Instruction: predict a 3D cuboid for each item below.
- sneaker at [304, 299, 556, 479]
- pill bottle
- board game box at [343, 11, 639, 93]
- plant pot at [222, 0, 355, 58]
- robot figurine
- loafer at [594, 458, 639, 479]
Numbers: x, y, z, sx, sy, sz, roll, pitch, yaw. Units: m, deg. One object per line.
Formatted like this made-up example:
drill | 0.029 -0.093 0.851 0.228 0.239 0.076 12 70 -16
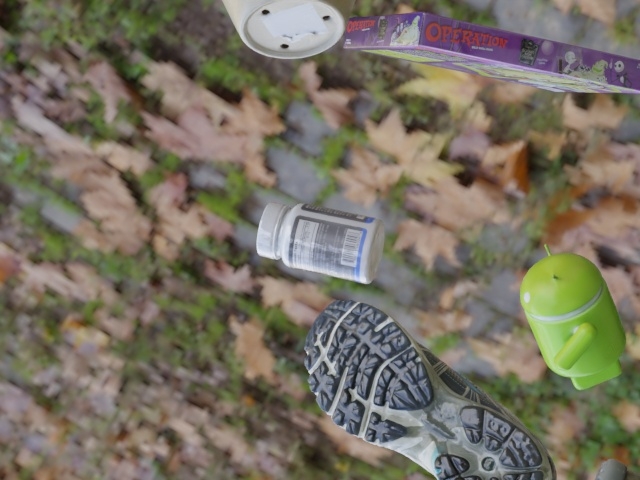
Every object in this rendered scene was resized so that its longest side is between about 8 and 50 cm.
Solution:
sneaker | 0.102 0.164 1.415 0.283 0.110 0.122 40 -173 26
pill bottle | 0.000 0.000 1.752 0.137 0.078 0.078 12 144 13
board game box | 0.229 -0.242 1.966 0.346 0.056 0.208 8 -174 -27
plant pot | -0.042 -0.371 1.845 0.256 0.274 0.256 -3 151 -1
robot figurine | 0.196 0.059 1.168 0.067 0.101 0.115 -21 119 9
loafer | 0.255 0.298 1.301 0.087 0.094 0.251 19 136 17
